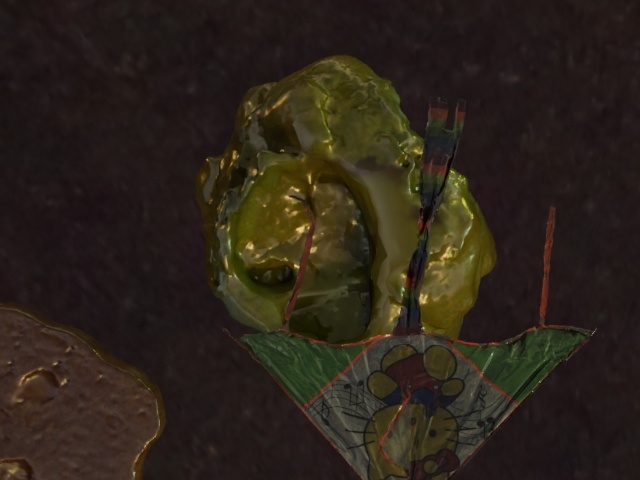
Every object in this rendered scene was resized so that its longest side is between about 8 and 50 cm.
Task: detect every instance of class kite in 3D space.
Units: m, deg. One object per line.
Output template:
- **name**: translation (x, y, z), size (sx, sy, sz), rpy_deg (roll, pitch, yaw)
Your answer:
- **kite**: translation (0.048, 0.031, 0.818), size (0.198, 0.006, 0.244), rpy_deg (2, 67, 8)

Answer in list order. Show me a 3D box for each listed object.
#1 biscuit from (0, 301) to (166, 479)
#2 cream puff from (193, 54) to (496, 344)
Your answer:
- **biscuit**: translation (-0.290, 0.187, 1.413), size (0.273, 0.049, 0.257), rpy_deg (20, 99, 1)
- **cream puff**: translation (0.000, -0.002, 1.218), size (0.185, 0.281, 0.282), rpy_deg (-18, 55, -39)
